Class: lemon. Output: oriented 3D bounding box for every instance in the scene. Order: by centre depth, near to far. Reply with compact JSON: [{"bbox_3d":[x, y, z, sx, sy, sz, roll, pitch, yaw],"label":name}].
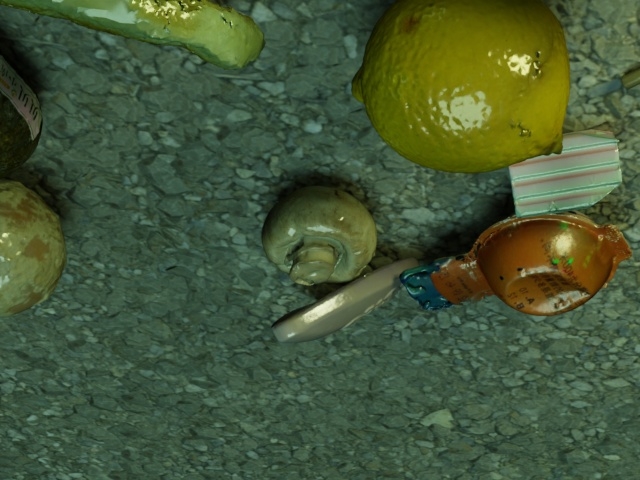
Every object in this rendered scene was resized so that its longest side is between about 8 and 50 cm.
[{"bbox_3d":[0.161,-0.189,1.549,0.254,0.228,0.228,5,143,4],"label":"lemon"}]

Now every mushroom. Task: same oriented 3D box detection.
[{"bbox_3d":[0.000,0.000,1.899,0.166,0.127,0.166,1,148,1],"label":"mushroom"}]

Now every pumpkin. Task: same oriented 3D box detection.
[{"bbox_3d":[-0.497,-0.158,1.722,0.260,0.189,0.260,6,143,4],"label":"pumpkin"}]

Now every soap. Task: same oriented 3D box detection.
[{"bbox_3d":[0.323,-0.090,1.753,0.149,0.056,0.100,-9,97,19],"label":"soap"}]

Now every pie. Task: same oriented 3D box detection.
[{"bbox_3d":[-0.214,-0.257,1.470,0.296,0.078,0.371,22,-172,29],"label":"pie"}]

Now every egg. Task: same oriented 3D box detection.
[{"bbox_3d":[-0.473,0.009,1.919,0.203,0.203,0.245,-12,157,23],"label":"egg"}]

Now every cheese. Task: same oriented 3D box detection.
[{"bbox_3d":[0.274,0.038,1.902,0.329,0.129,0.217,-16,136,28],"label":"cheese"}]

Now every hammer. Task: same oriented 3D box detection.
[{"bbox_3d":[0.423,-0.181,1.685,0.035,0.019,0.110,-26,134,36],"label":"hammer"}]

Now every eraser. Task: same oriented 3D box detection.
[{"bbox_3d":[0.015,0.107,1.978,0.204,0.243,0.059,-27,90,38],"label":"eraser"}]
